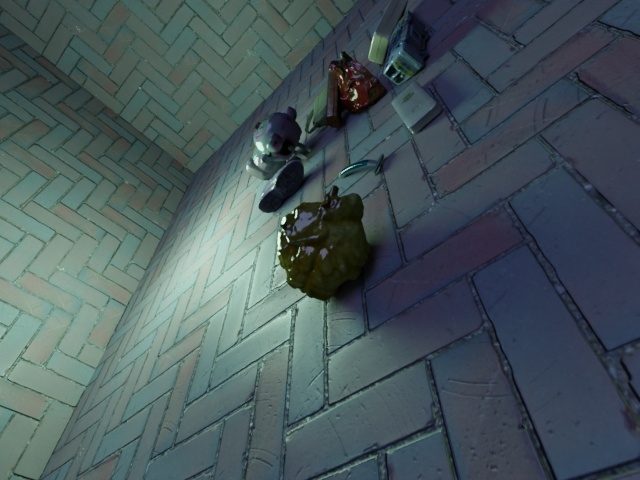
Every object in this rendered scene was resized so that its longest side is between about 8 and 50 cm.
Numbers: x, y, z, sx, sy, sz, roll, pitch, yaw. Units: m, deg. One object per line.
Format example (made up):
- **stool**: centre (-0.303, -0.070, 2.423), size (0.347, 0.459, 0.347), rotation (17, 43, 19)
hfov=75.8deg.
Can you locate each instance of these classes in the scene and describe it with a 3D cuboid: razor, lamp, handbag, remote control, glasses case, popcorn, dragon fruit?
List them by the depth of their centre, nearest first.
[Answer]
- **popcorn**: centre (0.000, 0.000, 0.949), size (0.266, 0.192, 0.233), rotation (-65, 30, 10)
- **remote control**: centre (0.276, -0.395, 1.206), size (0.103, 0.034, 0.250), rotation (-40, 28, 21)
- **razor**: centre (0.110, -0.218, 1.234), size (0.191, 0.037, 0.068), rotation (-3, 54, 56)
- **dragon fruit**: centre (0.108, -0.600, 1.557), size (0.134, 0.211, 0.262), rotation (-39, 22, 3)
- **glasses case**: centre (0.054, -0.562, 1.634), size (0.049, 0.075, 0.218), rotation (-3, 68, 15)
- **lamp**: centre (-0.173, -0.380, 1.716), size (0.301, 0.247, 0.247), rotation (-53, 10, 53)
- **glasses case**: centre (0.284, -0.886, 1.723), size (0.131, 0.070, 0.313), rotation (102, -170, -59)
- **handbag**: centre (0.009, -0.579, 1.827), size (0.219, 0.079, 0.256), rotation (-42, 27, 30)

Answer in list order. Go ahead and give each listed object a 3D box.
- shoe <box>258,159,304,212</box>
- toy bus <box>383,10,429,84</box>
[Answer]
- **shoe**: centre (-0.152, -0.224, 1.594), size (0.245, 0.095, 0.138), rotation (-47, 28, 23)
- **toy bus**: centre (0.304, -0.691, 1.470), size (0.136, 0.109, 0.330), rotation (-38, 27, 44)
